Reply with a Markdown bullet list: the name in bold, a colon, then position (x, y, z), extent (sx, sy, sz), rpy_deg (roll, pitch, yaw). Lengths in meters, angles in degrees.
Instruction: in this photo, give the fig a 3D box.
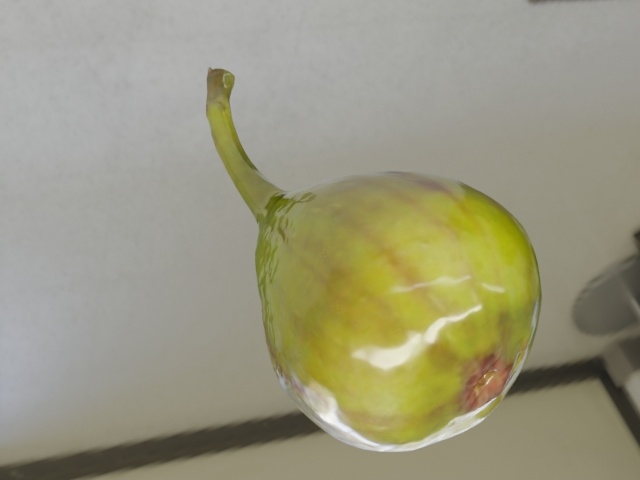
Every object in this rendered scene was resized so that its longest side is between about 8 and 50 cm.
- **fig**: position (0.013, 0.004, 0.459), extent (0.093, 0.166, 0.093), rpy_deg (-10, 121, -17)
